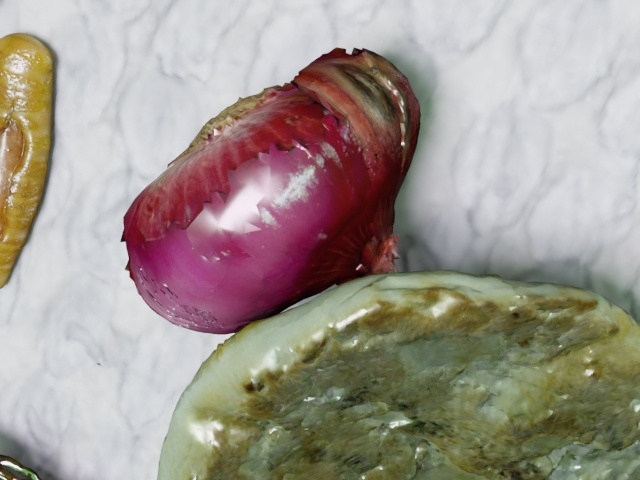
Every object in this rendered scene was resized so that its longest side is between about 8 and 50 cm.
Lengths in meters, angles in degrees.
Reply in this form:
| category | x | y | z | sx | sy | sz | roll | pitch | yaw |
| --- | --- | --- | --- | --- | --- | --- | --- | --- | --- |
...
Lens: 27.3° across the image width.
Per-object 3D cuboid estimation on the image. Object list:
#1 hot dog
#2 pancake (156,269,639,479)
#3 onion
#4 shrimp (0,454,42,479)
| category | x | y | z | sx | sy | sz | roll | pitch | yaw |
| --- | --- | --- | --- | --- | --- | --- | --- | --- | --- |
| hot dog | -0.159 | -0.037 | 0.666 | 0.044 | 0.028 | 0.137 | 20 | 107 | 4 |
| pancake | 0.045 | 0.106 | 0.576 | 0.253 | 0.037 | 0.254 | -5 | 128 | -6 |
| onion | 0.000 | 0.000 | 0.566 | 0.150 | 0.150 | 0.140 | -39 | 96 | 21 |
| shrimp | -0.143 | 0.248 | 0.712 | 0.365 | 0.071 | 0.233 | 32 | 115 | 2 |
